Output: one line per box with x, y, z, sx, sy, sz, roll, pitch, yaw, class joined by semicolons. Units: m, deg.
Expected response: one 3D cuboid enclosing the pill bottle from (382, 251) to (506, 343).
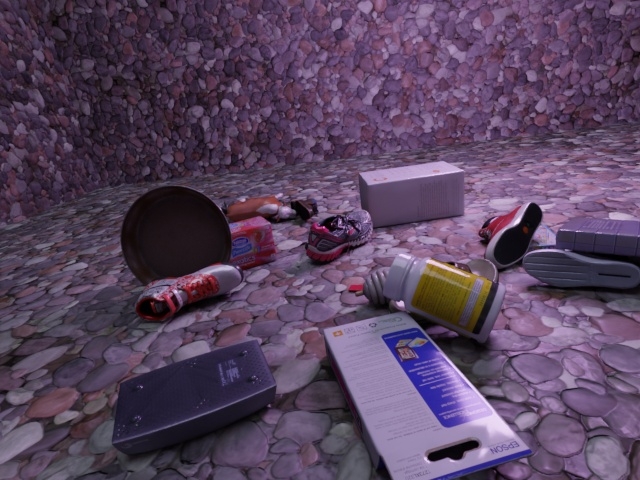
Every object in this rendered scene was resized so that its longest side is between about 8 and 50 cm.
0.236;0.103;0.799;0.208;0.119;0.119;22;31;20;pill bottle

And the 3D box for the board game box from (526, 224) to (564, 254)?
0.607;-0.003;1.161;0.103;0.026;0.154;-4;21;12;board game box

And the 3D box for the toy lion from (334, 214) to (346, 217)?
0.106;-0.074;1.552;0.096;0.034;0.100;-5;19;-13;toy lion

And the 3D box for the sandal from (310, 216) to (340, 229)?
0.057;-0.057;1.472;0.219;0.060;0.090;7;25;35;sandal

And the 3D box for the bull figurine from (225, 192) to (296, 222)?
-0.249;-0.140;1.767;0.310;0.101;0.188;-2;17;10;bull figurine

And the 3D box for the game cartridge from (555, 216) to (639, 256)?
0.725;-0.010;1.003;0.230;0.068;0.355;2;9;39;game cartridge

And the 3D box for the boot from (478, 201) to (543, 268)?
0.489;0.002;1.143;0.244;0.088;0.176;-43;7;-27;boot

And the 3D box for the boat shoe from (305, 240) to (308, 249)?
0.000;-0.002;1.361;0.042;0.049;0.133;16;35;33;boat shoe

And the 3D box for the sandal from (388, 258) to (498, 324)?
0.287;0.099;0.920;0.302;0.086;0.120;-19;23;-27;sandal

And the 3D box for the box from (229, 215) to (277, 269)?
-0.281;0.021;1.295;0.256;0.128;0.122;-16;22;-20;box

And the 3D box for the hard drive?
-0.212;0.264;0.710;0.254;0.054;0.172;-15;21;-17;hard drive

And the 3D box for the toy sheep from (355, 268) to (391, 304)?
0.145;0.109;0.958;0.132;0.091;0.091;-22;20;2;toy sheep

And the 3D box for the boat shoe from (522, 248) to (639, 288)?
0.583;0.068;0.929;0.226;0.083;0.075;12;11;27;boat shoe

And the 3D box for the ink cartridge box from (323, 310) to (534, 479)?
0.131;0.234;0.645;0.175;0.069;0.371;-11;18;-10;ink cartridge box

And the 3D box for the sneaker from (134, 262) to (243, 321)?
-0.338;0.138;1.058;0.269;0.090;0.145;-10;21;5;sneaker

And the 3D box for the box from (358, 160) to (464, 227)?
0.333;-0.178;1.541;0.345;0.169;0.215;-8;20;-1;box

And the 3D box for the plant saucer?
-0.395;0.001;1.143;0.310;0.311;0.050;-7;9;2;plant saucer

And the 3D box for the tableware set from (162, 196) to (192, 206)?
-0.398;-0.070;1.212;0.141;0.169;0.020;1;52;-11;tableware set

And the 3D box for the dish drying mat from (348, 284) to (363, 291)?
0.115;0.122;1.040;0.083;0.008;0.032;-2;20;20;dish drying mat

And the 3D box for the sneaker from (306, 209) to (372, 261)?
0.075;-0.037;1.301;0.120;0.112;0.299;22;34;29;sneaker

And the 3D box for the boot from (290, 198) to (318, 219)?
-0.047;-0.143;1.722;0.106;0.082;0.219;-17;20;-17;boot

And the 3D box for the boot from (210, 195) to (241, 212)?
-0.447;-0.150;1.909;0.161;0.084;0.246;13;29;32;boot
